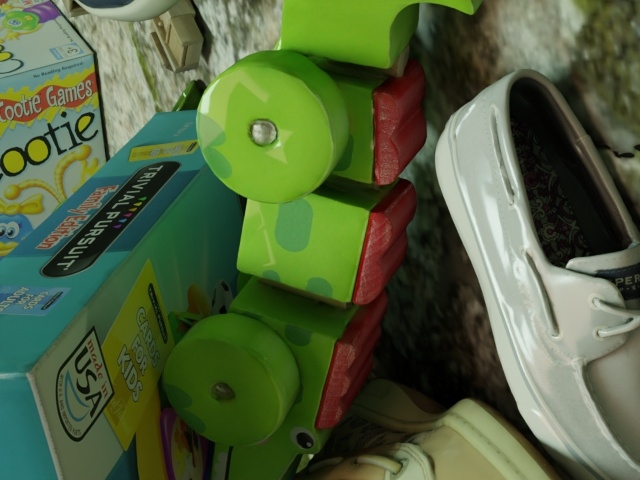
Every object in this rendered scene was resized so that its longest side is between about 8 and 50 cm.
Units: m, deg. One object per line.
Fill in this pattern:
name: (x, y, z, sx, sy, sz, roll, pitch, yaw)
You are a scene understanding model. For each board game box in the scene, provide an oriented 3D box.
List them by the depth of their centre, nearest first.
board game box: (-0.093, 0.096, 0.652, 0.336, 0.079, 0.254, -62, -33, -61)
board game box: (-0.301, -0.082, 1.118, 0.144, 0.142, 0.275, 48, 149, 40)

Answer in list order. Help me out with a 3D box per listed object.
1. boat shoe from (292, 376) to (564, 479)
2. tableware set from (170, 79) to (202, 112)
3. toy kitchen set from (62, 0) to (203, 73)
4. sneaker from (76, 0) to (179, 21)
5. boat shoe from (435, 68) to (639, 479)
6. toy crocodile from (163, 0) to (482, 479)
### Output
boat shoe: (0.057, 0.135, 0.539, 0.104, 0.089, 0.285, 51, 168, -6)
tableware set: (-0.137, -0.060, 0.850, 0.024, 0.104, 0.154, 32, 150, -15)
toy kitchen set: (-0.133, -0.146, 0.794, 0.083, 0.075, 0.068, 64, 157, 23)
sneaker: (-0.106, -0.201, 0.556, 0.350, 0.148, 0.131, 0, 74, 63)
boat shoe: (0.106, 0.017, 0.445, 0.063, 0.066, 0.184, 127, 129, -63)
toy crocodile: (0.000, 0.000, 0.553, 0.105, 0.115, 0.340, 18, 119, 13)
